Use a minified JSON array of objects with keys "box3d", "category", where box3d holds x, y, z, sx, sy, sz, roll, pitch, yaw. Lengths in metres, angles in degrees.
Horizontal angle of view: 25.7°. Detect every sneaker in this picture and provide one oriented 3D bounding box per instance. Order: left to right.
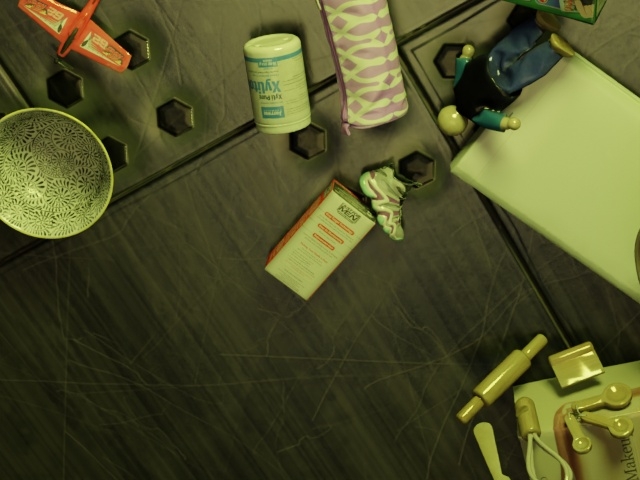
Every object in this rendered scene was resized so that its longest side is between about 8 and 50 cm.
[{"box3d":[0.098,-0.050,1.737,0.069,0.038,0.098,-25,109,15],"category":"sneaker"}]

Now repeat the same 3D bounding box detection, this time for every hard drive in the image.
[{"box3d":[0.341,-0.078,1.704,0.307,0.040,0.203,34,112,-9],"category":"hard drive"}]

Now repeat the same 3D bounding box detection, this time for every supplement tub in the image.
[{"box3d":[-0.051,-0.188,1.674,0.071,0.071,0.107,-6,112,7],"category":"supplement tub"}]

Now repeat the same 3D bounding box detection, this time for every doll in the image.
[{"box3d":[0.208,-0.184,1.641,0.189,0.046,0.129,-38,63,32],"category":"doll"}]

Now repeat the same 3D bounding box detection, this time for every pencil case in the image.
[{"box3d":[0.043,-0.233,1.636,0.088,0.086,0.206,-25,112,-22],"category":"pencil case"}]

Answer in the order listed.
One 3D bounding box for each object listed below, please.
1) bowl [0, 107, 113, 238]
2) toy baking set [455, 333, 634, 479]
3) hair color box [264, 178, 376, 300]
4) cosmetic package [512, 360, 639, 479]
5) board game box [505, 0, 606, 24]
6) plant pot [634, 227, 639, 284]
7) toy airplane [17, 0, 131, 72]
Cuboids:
[{"box3d":[-0.332,-0.095,1.733,0.170,0.080,0.170,2,114,4],"category":"bowl"},{"box3d":[0.268,0.218,1.725,0.256,0.197,0.030,-38,134,-16],"category":"toy baking set"},{"box3d":[0.000,0.000,1.765,0.072,0.043,0.141,38,112,-11],"category":"hair color box"},{"box3d":[0.407,0.248,1.789,0.296,0.129,0.153,-14,112,11],"category":"cosmetic package"},{"box3d":[0.202,-0.381,1.466,0.213,0.046,0.317,20,147,20],"category":"board game box"},{"box3d":[0.550,0.009,1.602,0.274,0.256,0.256,-32,111,-20],"category":"plant pot"},{"box3d":[-0.283,-0.273,1.681,0.151,0.028,0.151,1,114,3],"category":"toy airplane"}]
